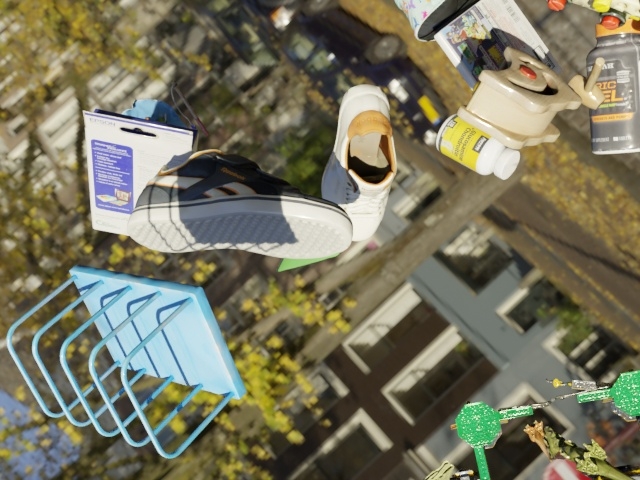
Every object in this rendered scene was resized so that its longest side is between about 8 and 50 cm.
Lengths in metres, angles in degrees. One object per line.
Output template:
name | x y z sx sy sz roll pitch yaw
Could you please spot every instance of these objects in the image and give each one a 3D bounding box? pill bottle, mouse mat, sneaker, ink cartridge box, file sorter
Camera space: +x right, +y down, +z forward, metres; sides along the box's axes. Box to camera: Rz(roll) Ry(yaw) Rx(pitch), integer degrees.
pill bottle | 0.568 -0.289 1.777 0.130 0.130 0.246 -145 49 -82
mouse mat | 0.000 0.000 2.002 0.189 0.153 0.007 -15 -124 -42
pill bottle | 0.370 -0.217 2.217 0.184 0.103 0.103 33 171 29
sneaker | -0.104 -0.056 1.281 0.321 0.127 0.126 3 148 19
ink cartridge box | -0.280 -0.110 1.493 0.165 0.065 0.333 12 149 -5
sneaker | 0.058 -0.086 1.447 0.123 0.105 0.290 -97 5 -45
file sorter | -0.176 0.106 0.837 0.170 0.104 0.118 7 128 39

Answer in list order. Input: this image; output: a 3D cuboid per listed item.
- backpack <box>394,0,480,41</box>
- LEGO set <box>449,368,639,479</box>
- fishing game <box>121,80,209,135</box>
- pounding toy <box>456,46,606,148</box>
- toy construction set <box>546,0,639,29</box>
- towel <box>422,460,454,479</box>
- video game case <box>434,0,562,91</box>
backpack | 0.271 -0.519 1.890 0.191 0.225 0.253 58 139 16
LEGO set | 0.351 0.324 1.357 0.192 0.331 0.255 55 -164 -70
fishing game | -0.316 -0.187 1.831 0.041 0.264 0.189 -4 129 42
pounding toy | 0.324 -0.249 1.435 0.154 0.155 0.269 44 -146 23
toy construction set | 0.496 -0.461 1.596 0.327 0.151 0.215 35 167 4
towel | 0.217 0.504 1.912 0.027 0.110 0.148 44 152 27
video game case | 0.334 -0.349 1.767 0.201 0.183 0.023 53 158 -6
